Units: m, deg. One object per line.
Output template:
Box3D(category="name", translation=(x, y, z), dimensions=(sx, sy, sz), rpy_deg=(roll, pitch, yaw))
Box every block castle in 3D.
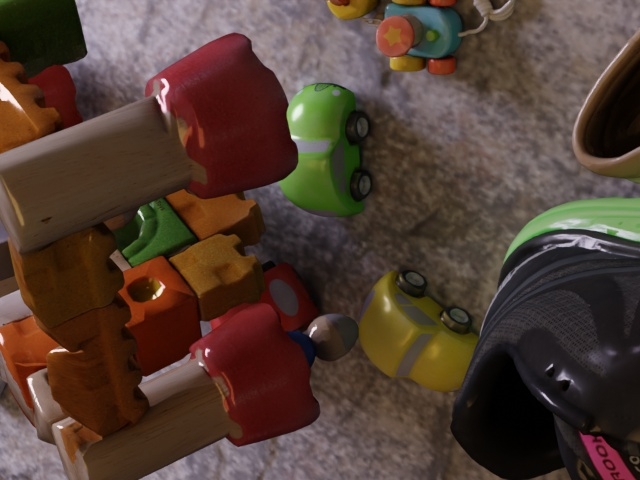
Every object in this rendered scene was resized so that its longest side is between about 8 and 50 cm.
Box3D(category="block castle", translation=(-0.160, -0.078, 1.024), dimensions=(0.453, 0.213, 0.303), rpy_deg=(48, 153, 41))

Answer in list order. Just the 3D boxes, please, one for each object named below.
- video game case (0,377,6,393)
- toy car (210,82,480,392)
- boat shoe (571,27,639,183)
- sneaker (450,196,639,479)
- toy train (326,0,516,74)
Box3D(category="video game case", translation=(-0.313, 0.045, 1.380), dimensions=(0.143, 0.019, 0.157), rpy_deg=(42, 124, 15))
Box3D(category="toy car", translation=(0.000, 0.000, 1.125), dimensions=(0.239, 0.053, 0.225), rpy_deg=(6, 109, 33))
Box3D(category="boat shoe", translation=(0.269, -0.142, 0.832), dimensions=(0.341, 0.110, 0.121), rpy_deg=(-54, 47, 36))
Box3D(category="sneaker", translation=(0.230, 0.073, 0.804), dimensions=(0.185, 0.202, 0.483), rpy_deg=(39, 159, -13))
Box3D(category="toy train", translation=(0.045, -0.186, 1.034), dimensions=(0.166, 0.046, 0.125), rpy_deg=(49, 127, 11))
